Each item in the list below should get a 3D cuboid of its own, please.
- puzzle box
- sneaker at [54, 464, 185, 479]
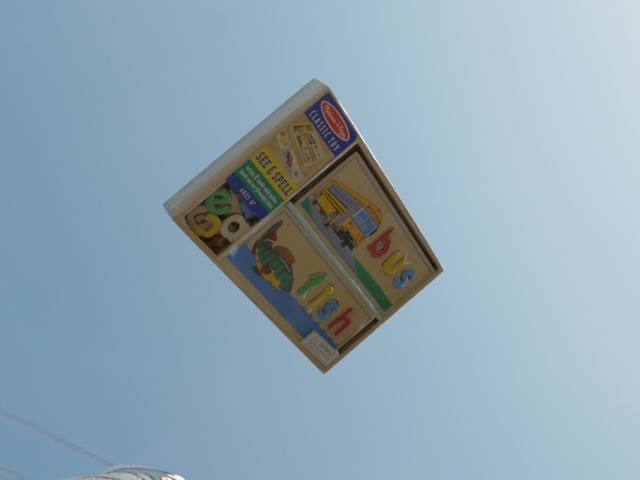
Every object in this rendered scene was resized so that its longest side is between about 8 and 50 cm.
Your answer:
[{"bbox_3d":[0.000,0.000,1.020,0.272,0.052,0.409,-41,-52,-3],"label":"puzzle box"},{"bbox_3d":[-0.196,0.273,0.651,0.115,0.281,0.105,-10,-105,22],"label":"sneaker"}]
